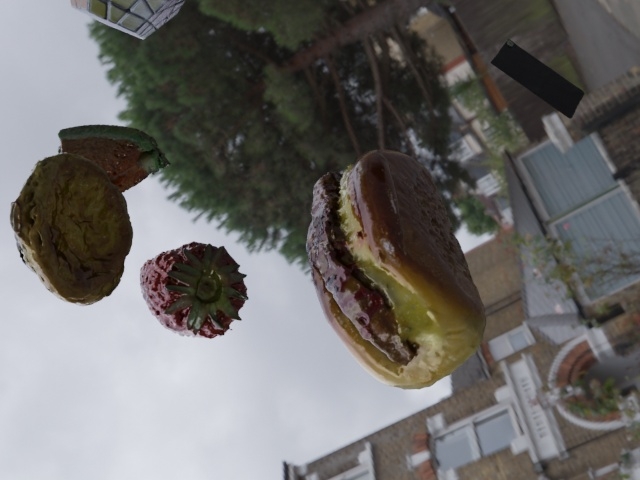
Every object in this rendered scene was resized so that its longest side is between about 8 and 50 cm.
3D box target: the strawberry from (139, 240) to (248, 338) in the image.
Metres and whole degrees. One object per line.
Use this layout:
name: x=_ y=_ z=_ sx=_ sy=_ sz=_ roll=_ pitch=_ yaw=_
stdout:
strawberry: x=-0.362 y=0.151 z=1.993 sx=0.292 sy=0.343 sz=0.292 roll=7 pitch=-105 yaw=-25

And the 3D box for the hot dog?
hot dog: x=0.089 y=0.012 z=1.069 sx=0.223 sy=0.185 sz=0.405 roll=34 pitch=-151 yaw=-32

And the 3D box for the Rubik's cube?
Rubik's cube: x=-0.479 y=-0.662 z=1.788 sx=0.319 sy=0.264 sz=0.318 roll=11 pitch=-102 yaw=-59

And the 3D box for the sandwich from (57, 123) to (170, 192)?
sandwich: x=-0.563 y=-0.206 z=1.828 sx=0.212 sy=0.292 sz=0.109 roll=-57 pitch=-25 yaw=-37

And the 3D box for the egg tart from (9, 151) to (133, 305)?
egg tart: x=-0.533 y=-0.024 z=1.514 sx=0.341 sy=0.129 sz=0.341 roll=-5 pitch=-90 yaw=-68

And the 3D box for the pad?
pad: x=0.435 y=-0.324 z=1.432 sx=0.193 sy=0.004 sz=0.116 roll=37 pitch=-130 yaw=3
